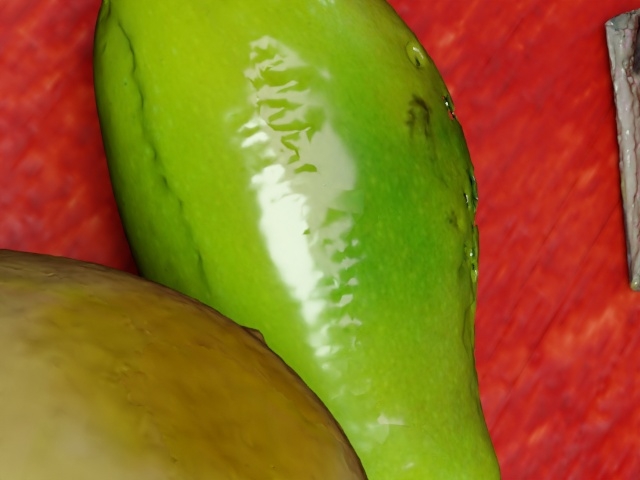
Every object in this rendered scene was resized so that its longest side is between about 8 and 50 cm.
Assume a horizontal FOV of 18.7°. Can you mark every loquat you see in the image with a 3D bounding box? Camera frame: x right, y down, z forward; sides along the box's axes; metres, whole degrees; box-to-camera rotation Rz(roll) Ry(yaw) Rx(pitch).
[{"bbox_3d":[-0.085,0.099,0.539,0.213,0.213,0.213,6,75,-23],"label":"loquat"}]

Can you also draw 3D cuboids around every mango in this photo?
[{"bbox_3d":[0.000,0.000,0.651,0.125,0.111,0.233,-26,90,-23],"label":"mango"}]

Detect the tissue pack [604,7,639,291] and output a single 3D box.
[{"bbox_3d":[0.196,-0.035,0.774,0.155,0.065,0.115,3,77,-24],"label":"tissue pack"}]
